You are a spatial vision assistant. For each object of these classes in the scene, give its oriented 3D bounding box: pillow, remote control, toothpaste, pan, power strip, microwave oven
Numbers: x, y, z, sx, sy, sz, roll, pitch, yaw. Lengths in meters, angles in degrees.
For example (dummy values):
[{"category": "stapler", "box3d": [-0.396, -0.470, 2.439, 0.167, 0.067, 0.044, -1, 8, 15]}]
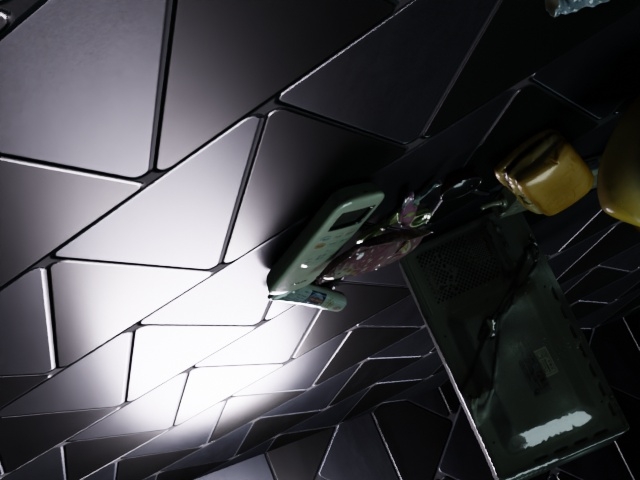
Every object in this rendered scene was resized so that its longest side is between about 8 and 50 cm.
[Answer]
[{"category": "pillow", "box3d": [0.081, 0.020, 1.680, 0.185, 0.043, 0.118, -10, 158, -48]}, {"category": "remote control", "box3d": [0.001, 0.000, 1.592, 0.090, 0.038, 0.309, -13, 160, -30]}, {"category": "toothpaste", "box3d": [-0.011, 0.096, 1.868, 0.060, 0.038, 0.233, -34, 157, 19]}, {"category": "pan", "box3d": [0.223, -0.083, 1.650, 0.068, 0.023, 0.115, -35, 157, 30]}, {"category": "power strip", "box3d": [0.383, -0.090, 1.820, 0.268, 0.034, 0.092, -17, 162, -20]}, {"category": "microwave oven", "box3d": [0.340, 0.200, 1.953, 0.236, 0.432, 0.374, -24, 162, 2]}]

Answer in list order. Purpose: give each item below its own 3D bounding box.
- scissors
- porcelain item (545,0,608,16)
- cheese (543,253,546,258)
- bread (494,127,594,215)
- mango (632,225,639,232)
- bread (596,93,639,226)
[{"category": "scissors", "box3d": [0.130, -0.044, 1.654, 0.134, 0.020, 0.187, -20, 166, -20]}, {"category": "porcelain item", "box3d": [0.287, -0.267, 1.188, 0.083, 0.028, 0.036, -18, 179, -21]}, {"category": "cheese", "box3d": [0.374, 0.129, 2.269, 0.093, 0.159, 0.263, 28, 133, -28]}, {"category": "bread", "box3d": [0.349, -0.097, 1.662, 0.116, 0.077, 0.200, -42, 151, 10]}, {"category": "mango", "box3d": [0.598, -0.092, 1.853, 0.153, 0.201, 0.287, 7, -177, 24]}, {"category": "bread", "box3d": [0.612, -0.124, 1.522, 0.424, 0.329, 0.245, -22, 164, -24]}]
